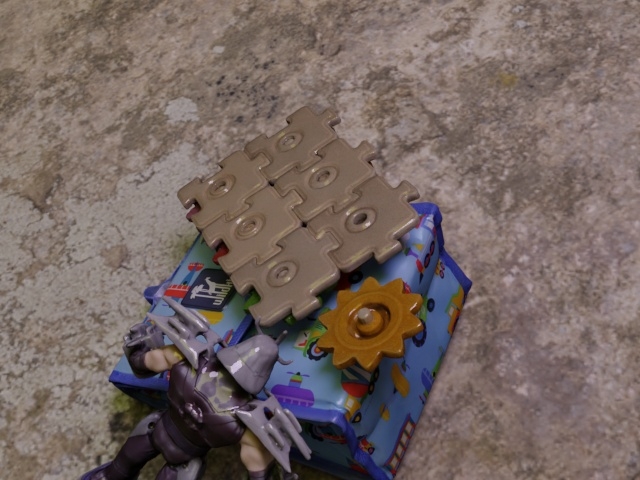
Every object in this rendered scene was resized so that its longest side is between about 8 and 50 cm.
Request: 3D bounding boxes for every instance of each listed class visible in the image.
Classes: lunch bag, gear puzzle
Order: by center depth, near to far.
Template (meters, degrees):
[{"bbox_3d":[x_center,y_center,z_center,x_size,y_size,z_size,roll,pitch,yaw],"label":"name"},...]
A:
[{"bbox_3d":[0.000,0.000,0.838,0.175,0.044,0.339,-34,39,-4],"label":"gear puzzle"},{"bbox_3d":[-0.042,0.075,0.905,0.293,0.138,0.221,8,57,31],"label":"lunch bag"}]

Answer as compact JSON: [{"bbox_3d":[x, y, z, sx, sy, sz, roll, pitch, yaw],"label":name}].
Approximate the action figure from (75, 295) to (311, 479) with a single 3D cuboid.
[{"bbox_3d":[-0.115,0.161,0.777,0.285,0.099,0.185,-48,68,23],"label":"action figure"}]
